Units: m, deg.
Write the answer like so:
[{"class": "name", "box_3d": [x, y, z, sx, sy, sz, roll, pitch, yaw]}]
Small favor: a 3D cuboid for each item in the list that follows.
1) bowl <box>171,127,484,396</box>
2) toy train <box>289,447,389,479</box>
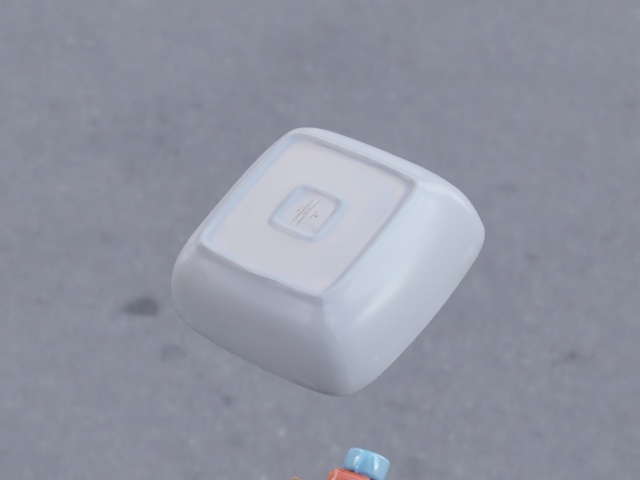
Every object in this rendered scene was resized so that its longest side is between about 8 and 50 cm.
[{"class": "bowl", "box_3d": [0.000, 0.000, 1.041, 0.142, 0.053, 0.142, 25, 61, 33]}, {"class": "toy train", "box_3d": [-0.018, 0.170, 0.851, 0.046, 0.166, 0.125, 19, -12, 4]}]
